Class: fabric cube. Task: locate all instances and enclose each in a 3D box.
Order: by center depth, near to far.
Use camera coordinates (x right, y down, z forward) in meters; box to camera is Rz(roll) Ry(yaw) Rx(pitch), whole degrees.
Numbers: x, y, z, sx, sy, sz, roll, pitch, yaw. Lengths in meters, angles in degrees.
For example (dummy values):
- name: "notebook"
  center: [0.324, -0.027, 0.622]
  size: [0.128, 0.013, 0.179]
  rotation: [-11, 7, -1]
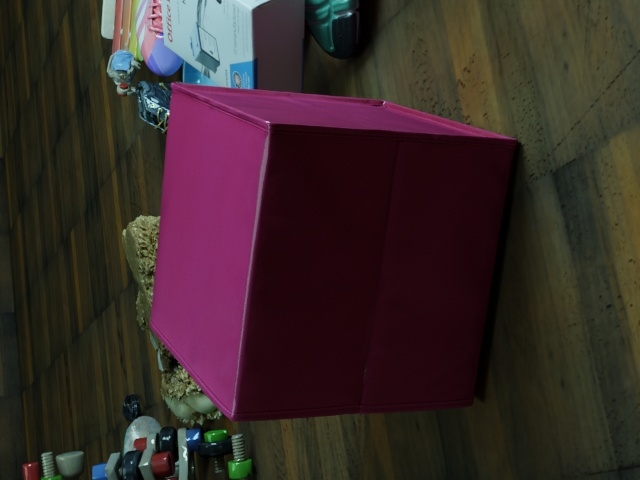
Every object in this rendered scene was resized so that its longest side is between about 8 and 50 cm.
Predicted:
- name: "fabric cube"
  center: [0.000, 0.000, 1.009]
  size: [0.254, 0.259, 0.258]
  rotation: [30, 115, 61]

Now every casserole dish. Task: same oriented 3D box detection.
- name: "casserole dish"
  center: [-0.162, -0.252, 1.569]
  size: [0.188, 0.037, 0.114]
  rotation: [-132, 47, -54]

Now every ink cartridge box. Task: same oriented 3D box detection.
- name: "ink cartridge box"
  center: [-0.106, -0.261, 1.236]
  size: [0.190, 0.082, 0.140]
  rotation: [38, 142, 34]

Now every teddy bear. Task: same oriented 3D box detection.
- name: "teddy bear"
  center: [-0.212, 0.123, 1.634]
  size: [0.338, 0.113, 0.245]
  rotation: [67, 154, 23]

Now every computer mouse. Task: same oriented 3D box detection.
- name: "computer mouse"
  center: [-0.329, 0.354, 1.938]
  size: [0.242, 0.041, 0.071]
  rotation: [-129, 53, -60]

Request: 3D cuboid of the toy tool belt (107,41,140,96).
- name: "toy tool belt"
  center: [-0.317, -0.278, 1.690]
  size: [0.051, 0.052, 0.083]
  rotation: [109, 160, -44]

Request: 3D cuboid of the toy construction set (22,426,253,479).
- name: "toy construction set"
  center: [-0.268, 0.415, 1.546]
  size: [0.257, 0.308, 0.237]
  rotation: [169, 94, -71]

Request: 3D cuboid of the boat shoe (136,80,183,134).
- name: "boat shoe"
  center: [-0.240, -0.188, 1.674]
  size: [0.183, 0.083, 0.065]
  rotation: [63, 144, 41]

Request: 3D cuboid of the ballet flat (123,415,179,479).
- name: "ballet flat"
  center: [-0.251, 0.446, 1.732]
  size: [0.106, 0.107, 0.316]
  rotation: [-11, 86, 43]

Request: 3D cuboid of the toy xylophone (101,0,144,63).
- name: "toy xylophone"
  center: [-0.288, -0.407, 1.767]
  size: [0.322, 0.081, 0.236]
  rotation: [19, 107, 62]

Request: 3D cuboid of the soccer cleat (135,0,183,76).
- name: "soccer cleat"
  center: [-0.231, -0.372, 1.566]
  size: [0.095, 0.083, 0.248]
  rotation: [-148, 64, -83]

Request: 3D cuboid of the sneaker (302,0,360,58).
- name: "sneaker"
  center: [0.024, -0.320, 1.171]
  size: [0.083, 0.098, 0.224]
  rotation: [10, 124, 44]
